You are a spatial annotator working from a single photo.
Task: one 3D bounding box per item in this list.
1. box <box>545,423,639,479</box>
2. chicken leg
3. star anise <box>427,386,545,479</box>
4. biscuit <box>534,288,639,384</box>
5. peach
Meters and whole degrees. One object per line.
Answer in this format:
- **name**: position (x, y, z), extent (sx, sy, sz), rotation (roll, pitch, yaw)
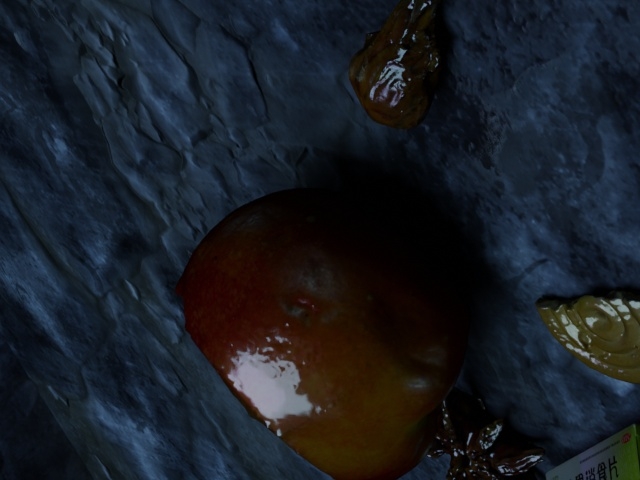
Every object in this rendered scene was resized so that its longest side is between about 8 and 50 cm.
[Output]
- **box**: position (0.382, 0.357, 2.041), extent (0.260, 0.062, 0.175), rotation (129, 142, -61)
- **chicken leg**: position (0.100, -0.238, 1.768), extent (0.113, 0.093, 0.304), rotation (49, 149, 21)
- **star anise**: position (0.225, 0.305, 2.270), extent (0.288, 0.088, 0.288), rotation (31, 145, 25)
- **biscuit**: position (0.361, 0.120, 1.911), extent (0.224, 0.033, 0.144), rotation (-2, 124, 55)
- **peach**: position (0.027, 0.107, 2.052), extent (0.406, 0.310, 0.335), rotation (47, -170, 8)
